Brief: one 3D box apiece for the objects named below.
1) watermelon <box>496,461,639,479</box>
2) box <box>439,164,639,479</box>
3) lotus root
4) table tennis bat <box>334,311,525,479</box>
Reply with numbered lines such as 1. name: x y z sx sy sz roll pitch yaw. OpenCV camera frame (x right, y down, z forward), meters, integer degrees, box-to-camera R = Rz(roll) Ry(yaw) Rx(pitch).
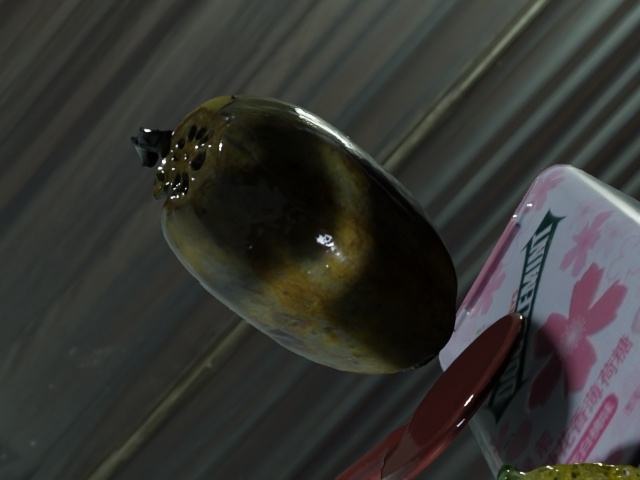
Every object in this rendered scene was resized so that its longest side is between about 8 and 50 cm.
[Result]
1. watermelon: 0.159 0.135 0.442 0.181 0.075 0.092 -2 35 -3
2. box: 0.180 0.080 0.736 0.112 0.190 0.369 25 12 -11
3. lotus root: 0.000 0.000 0.736 0.241 0.123 0.124 34 36 -39
4. table tennis bat: 0.048 0.088 0.577 0.019 0.154 0.098 38 43 0
